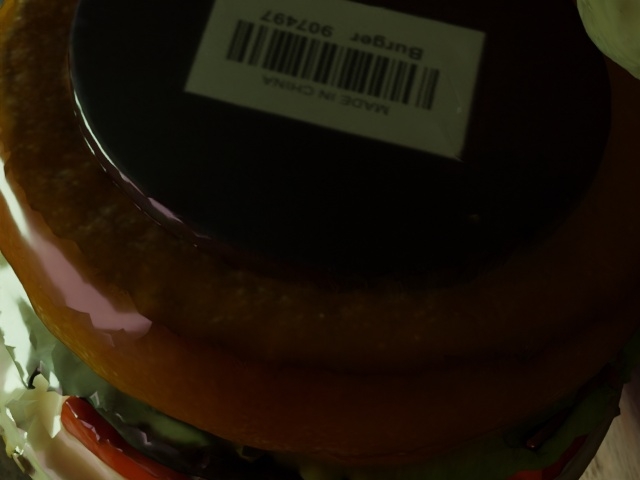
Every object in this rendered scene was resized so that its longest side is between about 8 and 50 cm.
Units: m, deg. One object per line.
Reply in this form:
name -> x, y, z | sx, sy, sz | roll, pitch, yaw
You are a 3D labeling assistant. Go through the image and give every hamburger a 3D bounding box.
hamburger -> 0.000, 0.000, 0.837 | 0.250, 0.330, 0.330 | 105, 149, -51

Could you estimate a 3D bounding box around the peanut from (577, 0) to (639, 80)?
peanut -> 0.158, -0.155, 0.459 | 0.340, 0.158, 0.174 | 119, 166, -62
